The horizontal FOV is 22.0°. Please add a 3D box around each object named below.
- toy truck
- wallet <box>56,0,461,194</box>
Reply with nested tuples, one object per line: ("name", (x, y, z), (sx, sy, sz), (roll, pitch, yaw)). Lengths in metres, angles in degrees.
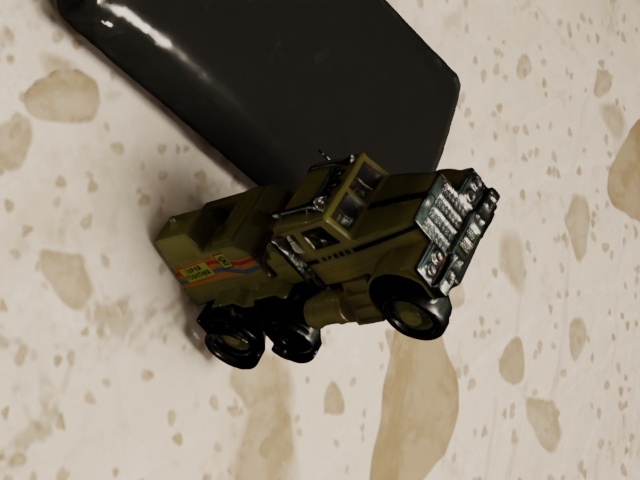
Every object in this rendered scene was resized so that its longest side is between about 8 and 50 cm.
("toy truck", (0.004, 0.003, 1.210), (0.127, 0.257, 0.127), (53, 50, -28))
("wallet", (-0.033, -0.156, 1.340), (0.406, 0.062, 0.228), (42, 55, -40))
